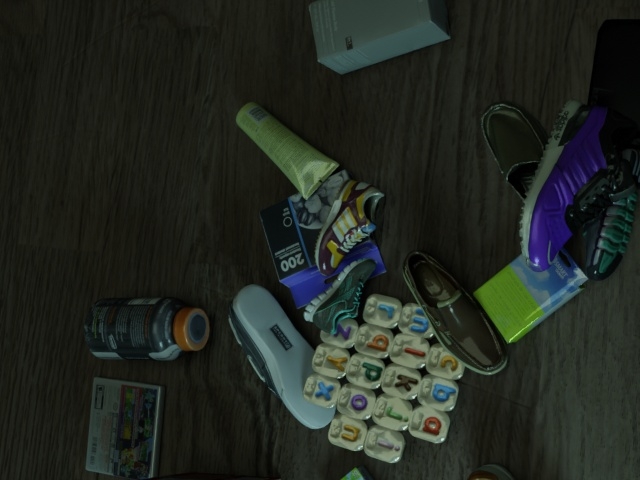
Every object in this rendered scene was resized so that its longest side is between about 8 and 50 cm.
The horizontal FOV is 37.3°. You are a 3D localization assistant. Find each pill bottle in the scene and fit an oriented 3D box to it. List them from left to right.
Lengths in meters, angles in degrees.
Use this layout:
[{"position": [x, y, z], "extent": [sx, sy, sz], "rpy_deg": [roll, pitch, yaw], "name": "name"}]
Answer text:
[{"position": [-0.349, 0.180, 1.932], "extent": [0.246, 0.130, 0.130], "rpy_deg": [-2, 84, 29], "name": "pill bottle"}]

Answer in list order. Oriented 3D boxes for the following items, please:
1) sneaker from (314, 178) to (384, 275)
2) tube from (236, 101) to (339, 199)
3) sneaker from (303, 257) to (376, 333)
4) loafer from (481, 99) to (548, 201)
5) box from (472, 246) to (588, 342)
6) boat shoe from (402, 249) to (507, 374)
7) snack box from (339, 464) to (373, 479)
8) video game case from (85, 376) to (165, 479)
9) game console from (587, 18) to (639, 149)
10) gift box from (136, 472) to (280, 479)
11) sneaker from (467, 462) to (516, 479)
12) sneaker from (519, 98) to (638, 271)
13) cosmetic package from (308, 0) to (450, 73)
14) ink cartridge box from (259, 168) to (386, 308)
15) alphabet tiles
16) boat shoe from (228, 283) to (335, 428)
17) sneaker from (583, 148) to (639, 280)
[{"position": [0.053, -0.017, 1.723], "extent": [0.084, 0.070, 0.185], "rpy_deg": [19, 92, 29], "name": "sneaker"}, {"position": [-0.072, -0.181, 1.850], "extent": [0.240, 0.062, 0.070], "rpy_deg": [43, 133, 29], "name": "tube"}, {"position": [0.050, 0.105, 1.732], "extent": [0.166, 0.065, 0.076], "rpy_deg": [-46, 65, -1], "name": "sneaker"}, {"position": [0.351, -0.137, 1.611], "extent": [0.094, 0.087, 0.251], "rpy_deg": [-37, 70, 20], "name": "loafer"}, {"position": [0.359, 0.079, 1.606], "extent": [0.178, 0.042, 0.109], "rpy_deg": [-43, 67, 23], "name": "box"}, {"position": [0.224, 0.122, 1.638], "extent": [0.095, 0.095, 0.257], "rpy_deg": [-39, 67, -3], "name": "boat shoe"}, {"position": [0.077, 0.497, 1.726], "extent": [0.100, 0.037, 0.141], "rpy_deg": [-43, 67, 17], "name": "snack box"}, {"position": [-0.414, 0.398, 2.009], "extent": [0.184, 0.023, 0.201], "rpy_deg": [3, 85, 29], "name": "video game case"}, {"position": [0.611, -0.246, 1.504], "extent": [0.362, 0.044, 0.213], "rpy_deg": [7, 86, 27], "name": "game console"}, {"position": [-0.207, 0.573, 1.751], "extent": [0.277, 0.255, 0.258], "rpy_deg": [-3, 82, 32], "name": "gift box"}, {"position": [0.338, 0.494, 1.539], "extent": [0.290, 0.123, 0.106], "rpy_deg": [45, 104, 23], "name": "sneaker"}, {"position": [0.413, -0.081, 1.478], "extent": [0.146, 0.102, 0.293], "rpy_deg": [16, 78, 28], "name": "sneaker"}, {"position": [0.111, -0.408, 1.760], "extent": [0.238, 0.107, 0.127], "rpy_deg": [-16, 75, 29], "name": "cosmetic package"}, {"position": [0.000, 0.000, 1.812], "extent": [0.206, 0.045, 0.208], "rpy_deg": [-25, 75, 23], "name": "ink cartridge box"}, {"position": [0.114, 0.244, 1.705], "extent": [0.278, 0.021, 0.284], "rpy_deg": [13, 80, 23], "name": "alphabet tiles"}, {"position": [-0.082, 0.229, 1.807], "extent": [0.301, 0.108, 0.102], "rpy_deg": [55, 145, 6], "name": "boat shoe"}, {"position": [0.459, -0.045, 1.561], "extent": [0.098, 0.083, 0.223], "rpy_deg": [14, 82, 42], "name": "sneaker"}]
